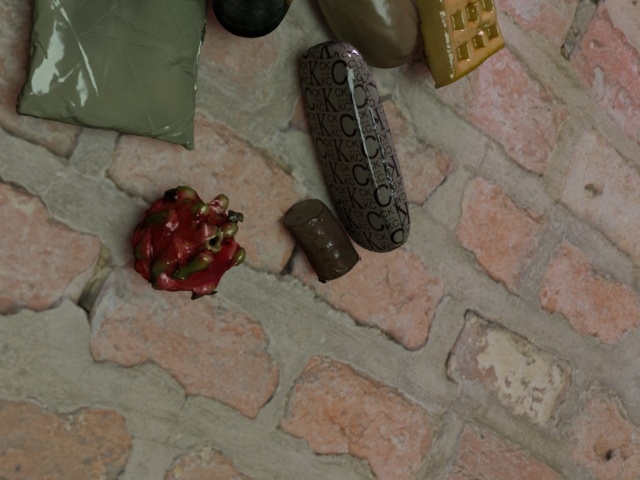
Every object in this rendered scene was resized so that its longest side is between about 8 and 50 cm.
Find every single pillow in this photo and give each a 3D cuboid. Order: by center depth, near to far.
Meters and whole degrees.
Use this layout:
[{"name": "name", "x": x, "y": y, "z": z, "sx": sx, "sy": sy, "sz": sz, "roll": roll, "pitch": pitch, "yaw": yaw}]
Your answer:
[{"name": "pillow", "x": -0.280, "y": -0.285, "z": 1.374, "sx": 0.274, "sy": 0.076, "sz": 0.281, "roll": 8, "pitch": 87, "yaw": -41}]

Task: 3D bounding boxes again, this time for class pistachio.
[{"name": "pistachio", "x": 0.072, "y": -0.372, "z": 1.575, "sx": 0.226, "sy": 0.136, "sz": 0.136, "roll": 45, "pitch": 72, "yaw": -25}]

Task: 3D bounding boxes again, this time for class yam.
[{"name": "yam", "x": 0.003, "y": -0.001, "z": 1.607, "sx": 0.084, "sy": 0.084, "sz": 0.127, "roll": -44, "pitch": 121, "yaw": -21}]

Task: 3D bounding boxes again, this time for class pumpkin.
[{"name": "pumpkin", "x": -0.095, "y": -0.378, "z": 1.436, "sx": 0.167, "sy": 0.125, "sz": 0.167, "roll": 15, "pitch": 90, "yaw": -76}]

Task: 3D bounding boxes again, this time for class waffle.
[{"name": "waffle", "x": 0.230, "y": -0.404, "z": 1.668, "sx": 0.221, "sy": 0.055, "sz": 0.248, "roll": -39, "pitch": 120, "yaw": -50}]

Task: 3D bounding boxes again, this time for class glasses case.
[{"name": "glasses case", "x": 0.056, "y": -0.146, "z": 1.584, "sx": 0.085, "sy": 0.137, "sz": 0.355, "roll": -28, "pitch": 111, "yaw": -29}]

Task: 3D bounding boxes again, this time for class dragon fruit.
[{"name": "dragon fruit", "x": -0.182, "y": 0.003, "z": 1.423, "sx": 0.166, "sy": 0.172, "sz": 0.160, "roll": -30, "pitch": 113, "yaw": -28}]
